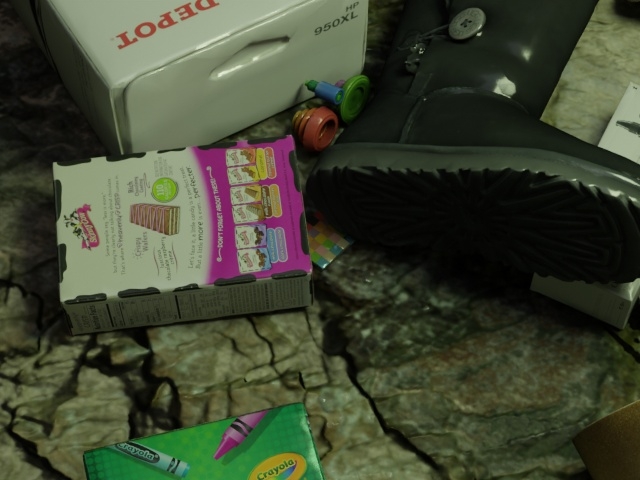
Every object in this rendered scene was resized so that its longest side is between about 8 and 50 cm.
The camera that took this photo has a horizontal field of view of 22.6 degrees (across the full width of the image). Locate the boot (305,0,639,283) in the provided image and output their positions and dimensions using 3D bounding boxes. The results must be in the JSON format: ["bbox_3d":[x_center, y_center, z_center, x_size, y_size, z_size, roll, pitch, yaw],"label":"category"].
[{"bbox_3d":[0.231,-0.184,1.557,0.367,0.146,0.445,12,54,26],"label":"boot"}]

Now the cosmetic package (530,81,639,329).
[{"bbox_3d":[0.296,-0.038,1.553,0.099,0.060,0.239,23,61,15],"label":"cosmetic package"}]

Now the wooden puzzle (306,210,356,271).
[{"bbox_3d":[0.000,0.000,1.555,0.049,0.006,0.083,37,64,20],"label":"wooden puzzle"}]

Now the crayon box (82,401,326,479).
[{"bbox_3d":[-0.084,0.235,1.245,0.165,0.278,0.081,-12,60,-9],"label":"crayon box"}]

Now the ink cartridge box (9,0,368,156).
[{"bbox_3d":[-0.170,-0.293,1.643,0.285,0.166,0.395,-27,61,-16],"label":"ink cartridge box"}]

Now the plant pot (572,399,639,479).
[{"bbox_3d":[0.359,0.240,1.302,0.237,0.237,0.254,-15,73,-10],"label":"plant pot"}]

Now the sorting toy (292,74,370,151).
[{"bbox_3d":[0.005,-0.136,1.612,0.042,0.061,0.102,27,59,27],"label":"sorting toy"}]

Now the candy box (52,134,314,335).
[{"bbox_3d":[-0.130,-0.006,1.516,0.233,0.071,0.159,-6,58,-3],"label":"candy box"}]
